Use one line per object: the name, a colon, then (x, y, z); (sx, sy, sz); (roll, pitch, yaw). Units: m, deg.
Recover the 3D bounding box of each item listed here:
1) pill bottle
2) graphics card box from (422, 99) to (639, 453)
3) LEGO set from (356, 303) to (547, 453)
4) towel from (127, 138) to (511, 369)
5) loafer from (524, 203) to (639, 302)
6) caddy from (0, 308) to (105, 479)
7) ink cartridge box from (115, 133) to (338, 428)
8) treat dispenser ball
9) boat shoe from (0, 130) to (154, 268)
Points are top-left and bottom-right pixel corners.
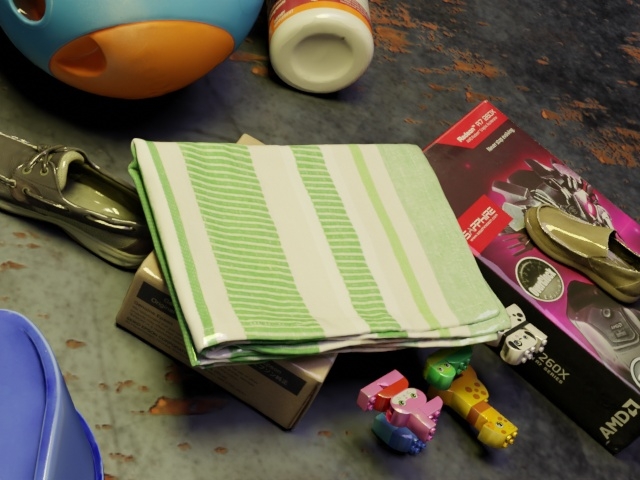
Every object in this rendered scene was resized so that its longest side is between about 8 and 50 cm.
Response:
pill bottle: (-0.004, -0.290, 1.437); (0.121, 0.121, 0.221); (12, 47, -19)
graphics card box: (0.245, 0.028, 1.316); (0.371, 0.094, 0.233); (42, 45, 9)
LEGO set: (0.138, 0.155, 1.143); (0.227, 0.087, 0.093); (-24, 52, -40)
towel: (0.000, 0.000, 1.117); (0.324, 0.038, 0.248); (-2, 53, -30)
loafer: (0.280, 0.004, 1.252); (0.148, 0.050, 0.056); (33, 44, 1)
caddy: (-0.277, 0.205, 0.814); (0.241, 0.179, 0.341); (-1, 48, 1)
ink cartridge box: (-0.052, 0.031, 1.152); (0.193, 0.088, 0.235); (30, 43, 0)
treat dispenser ball: (-0.193, -0.286, 1.208); (0.288, 0.288, 0.288); (15, 46, -17)
boat shoe: (-0.242, -0.056, 1.131); (0.223, 0.073, 0.080); (30, 44, -3)
